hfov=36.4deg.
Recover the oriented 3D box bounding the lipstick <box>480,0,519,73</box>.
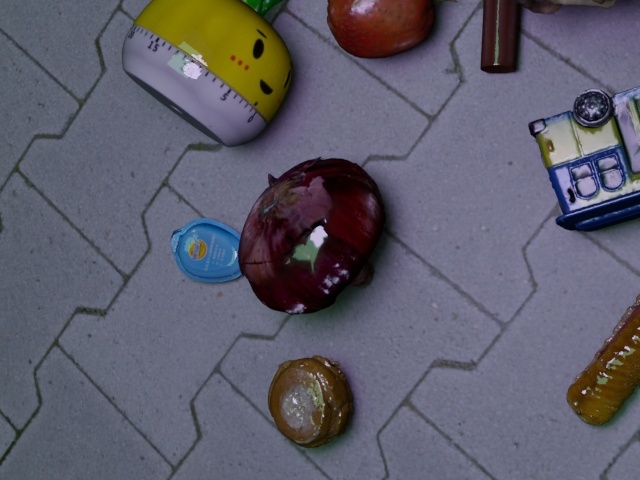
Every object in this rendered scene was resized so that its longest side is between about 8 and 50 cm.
[{"bbox_3d":[0.274,-0.429,1.450,0.057,0.057,0.357,3,87,24],"label":"lipstick"}]

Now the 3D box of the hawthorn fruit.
[{"bbox_3d":[0.104,-0.363,1.463,0.200,0.179,0.179,-4,84,11],"label":"hawthorn fruit"}]

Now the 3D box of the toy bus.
[{"bbox_3d":[0.443,-0.127,1.307,0.287,0.138,0.175,-19,78,21],"label":"toy bus"}]

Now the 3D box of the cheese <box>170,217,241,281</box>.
[{"bbox_3d":[-0.138,0.029,1.611,0.256,0.037,0.106,13,91,18],"label":"cheese"}]

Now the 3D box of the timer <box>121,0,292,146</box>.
[{"bbox_3d":[-0.150,-0.313,1.530,0.285,0.285,0.285,-2,85,24],"label":"timer"}]

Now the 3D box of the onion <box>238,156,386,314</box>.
[{"bbox_3d":[0.000,0.000,1.468,0.252,0.219,0.252,-42,28,29],"label":"onion"}]

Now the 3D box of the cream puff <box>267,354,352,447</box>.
[{"bbox_3d":[-0.012,0.248,1.501,0.126,0.103,0.144,-1,86,29],"label":"cream puff"}]

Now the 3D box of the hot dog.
[{"bbox_3d":[0.441,0.133,1.328,0.083,0.068,0.289,38,100,14],"label":"hot dog"}]

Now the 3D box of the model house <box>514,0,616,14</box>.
[{"bbox_3d":[0.358,-0.382,1.285,0.266,0.321,0.261,-8,80,35],"label":"model house"}]
